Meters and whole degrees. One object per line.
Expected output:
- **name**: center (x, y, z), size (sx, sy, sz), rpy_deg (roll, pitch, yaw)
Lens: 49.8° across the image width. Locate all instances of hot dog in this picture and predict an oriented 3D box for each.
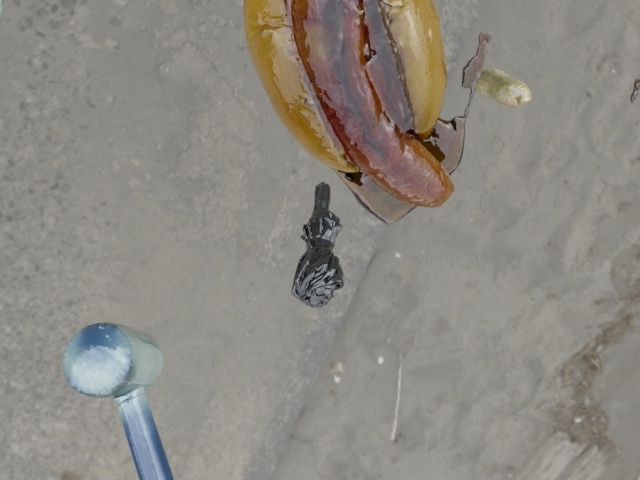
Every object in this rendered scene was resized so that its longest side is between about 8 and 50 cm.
- **hot dog**: center (0.045, -0.142, 0.589), size (0.194, 0.107, 0.326), rpy_deg (-31, 118, 20)

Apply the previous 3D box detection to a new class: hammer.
- **hammer**: center (-0.170, 0.170, 0.636), size (0.069, 0.116, 0.194), rpy_deg (-22, 76, 0)

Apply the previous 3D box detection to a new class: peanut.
- **peanut**: center (0.212, -0.177, 0.806), size (0.037, 0.083, 0.037), rpy_deg (-19, 132, -22)

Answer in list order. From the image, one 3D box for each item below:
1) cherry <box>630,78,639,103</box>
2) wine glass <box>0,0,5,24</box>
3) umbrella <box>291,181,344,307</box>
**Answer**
- **cherry**: center (0.637, -0.240, 1.237), size (0.090, 0.225, 0.107), rpy_deg (-20, 107, -3)
- **wine glass**: center (-0.639, -0.435, 1.261), size (0.111, 0.111, 0.204), rpy_deg (20, 124, -8)
- **umbrella**: center (0.000, 0.000, 1.593), size (0.118, 0.340, 0.118), rpy_deg (2, 141, 1)
